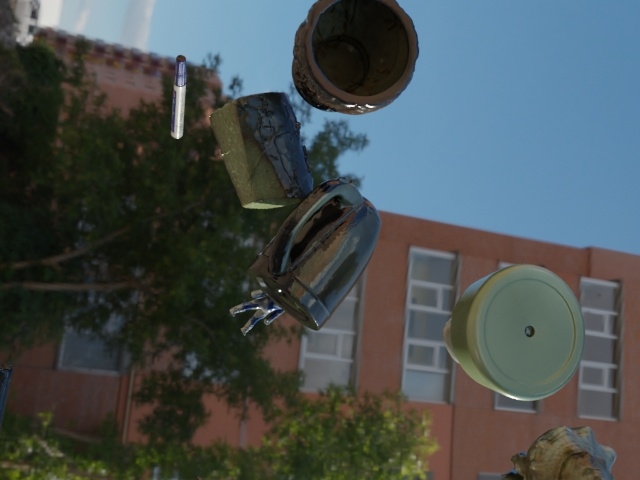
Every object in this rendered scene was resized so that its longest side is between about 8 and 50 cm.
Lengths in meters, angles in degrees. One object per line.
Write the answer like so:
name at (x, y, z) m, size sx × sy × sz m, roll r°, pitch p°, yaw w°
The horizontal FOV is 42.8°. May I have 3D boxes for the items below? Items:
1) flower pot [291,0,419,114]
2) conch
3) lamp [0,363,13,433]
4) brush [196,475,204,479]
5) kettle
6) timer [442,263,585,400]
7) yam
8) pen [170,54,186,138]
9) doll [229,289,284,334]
flower pot at (0.053, -0.399, 1.805) m, size 0.267 × 0.267 × 0.266 m, roll 179°, pitch -79°, yaw -75°
conch at (0.404, 0.423, 1.387) m, size 0.169 × 0.203 × 0.386 m, roll 43°, pitch -15°, yaw 17°
lamp at (-0.899, 0.319, 1.731) m, size 0.272 × 0.374 × 0.205 m, roll 13°, pitch -89°, yaw 34°
brush at (-0.289, 0.629, 1.965) m, size 0.043 × 0.014 × 0.170 m, roll 34°, pitch -48°, yaw 24°
kettle at (0.000, 0.000, 1.925) m, size 0.228 × 0.321 × 0.324 m, roll 31°, pitch -108°, yaw 32°
timer at (0.395, 0.212, 1.872) m, size 0.315 × 0.291 × 0.290 m, roll 158°, pitch -61°, yaw -70°
yam at (-0.128, -0.211, 1.971) m, size 0.202 × 0.201 × 0.271 m, roll -3°, pitch -78°, yaw 56°
pen at (-0.271, -0.271, 1.556) m, size 0.204 × 0.025 × 0.025 m, roll 106°, pitch -19°, yaw -52°
doll at (-0.138, 0.175, 2.300) m, size 0.114 × 0.227 × 0.057 m, roll 65°, pitch -10°, yaw -27°
